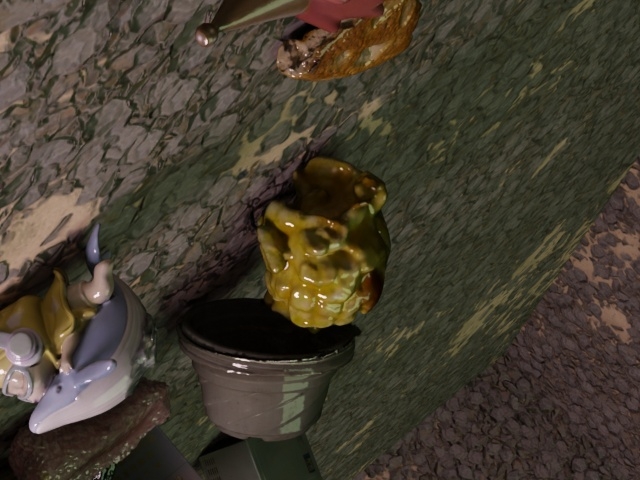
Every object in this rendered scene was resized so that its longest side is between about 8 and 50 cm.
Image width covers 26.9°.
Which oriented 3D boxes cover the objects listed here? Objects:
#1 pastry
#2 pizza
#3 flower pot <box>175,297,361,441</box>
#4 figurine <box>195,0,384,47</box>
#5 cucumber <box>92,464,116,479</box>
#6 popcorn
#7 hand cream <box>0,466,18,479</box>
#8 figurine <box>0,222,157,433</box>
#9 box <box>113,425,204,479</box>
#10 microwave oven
[{"bbox_3d":[-0.299,0.249,1.656,0.265,0.112,0.103,-43,158,-46],"label":"pastry"},{"bbox_3d":[0.035,-0.222,1.358,0.182,0.062,0.161,-26,164,-35],"label":"pizza"},{"bbox_3d":[-0.072,0.167,1.708,0.235,0.235,0.140,-21,121,-53],"label":"flower pot"},{"bbox_3d":[0.047,-0.262,1.087,0.387,0.166,0.207,-35,145,-37],"label":"figurine"},{"bbox_3d":[-0.352,0.369,1.870,0.265,0.077,0.077,-51,163,28],"label":"cucumber"},{"bbox_3d":[0.001,0.002,1.652,0.170,0.218,0.189,-1,142,6],"label":"popcorn"},{"bbox_3d":[-0.352,0.304,1.719,0.203,0.084,0.084,-30,160,-54],"label":"hand cream"},{"bbox_3d":[-0.250,0.091,1.329,0.128,0.184,0.208,98,3,-71],"label":"figurine"},{"bbox_3d":[-0.229,0.400,1.945,0.155,0.243,0.067,-39,165,-20],"label":"box"},{"bbox_3d":[-0.110,0.423,2.437,0.129,0.163,0.205,-25,172,26],"label":"microwave oven"}]
